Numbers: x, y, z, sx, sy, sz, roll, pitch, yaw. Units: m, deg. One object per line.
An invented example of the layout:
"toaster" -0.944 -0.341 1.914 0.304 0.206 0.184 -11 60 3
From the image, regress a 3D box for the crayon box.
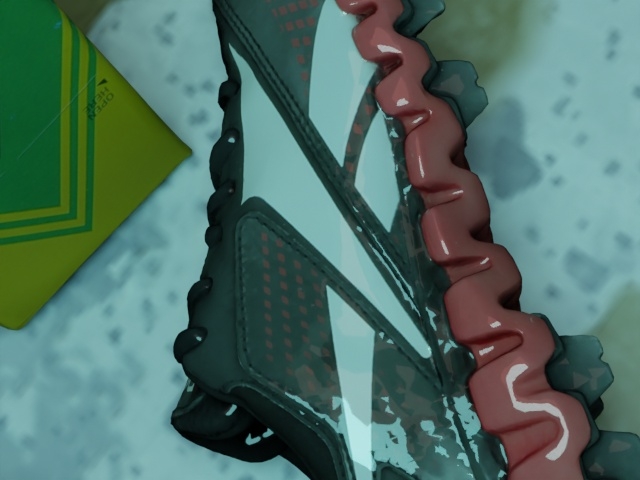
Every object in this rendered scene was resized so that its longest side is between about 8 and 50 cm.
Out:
"crayon box" -0.236 -0.151 0.547 0.363 0.313 0.106 42 88 19

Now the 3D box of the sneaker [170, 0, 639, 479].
"sneaker" 0.000 0.000 0.569 0.135 0.097 0.276 -22 72 1
